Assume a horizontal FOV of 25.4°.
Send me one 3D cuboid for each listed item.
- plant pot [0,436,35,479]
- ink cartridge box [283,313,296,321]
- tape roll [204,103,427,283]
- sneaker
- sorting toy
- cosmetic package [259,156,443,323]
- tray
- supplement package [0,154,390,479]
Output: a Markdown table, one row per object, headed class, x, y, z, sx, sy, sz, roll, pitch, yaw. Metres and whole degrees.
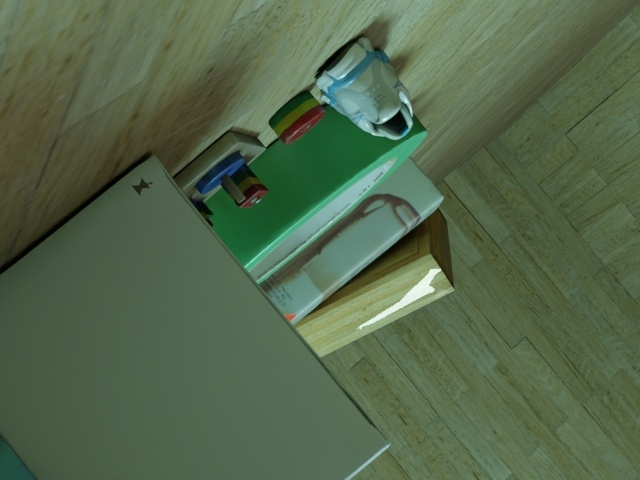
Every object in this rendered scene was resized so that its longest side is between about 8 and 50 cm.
| class | x | y | z | sx | sy | sz | roll | pitch | yaw |
| --- | --- | --- | --- | --- | --- | --- | --- | --- | --- |
| plant pot | -0.226 | 0.247 | 1.470 | 0.255 | 0.271 | 0.271 | -41 | 176 | 16 |
| ink cartridge box | -0.165 | 0.144 | 1.683 | 0.232 | 0.066 | 0.189 | 7 | 151 | -27 |
| tape roll | -0.034 | -0.038 | 1.483 | 0.321 | 0.077 | 0.321 | -40 | 176 | -3 |
| sneaker | 0.047 | -0.121 | 1.249 | 0.071 | 0.083 | 0.191 | -42 | 177 | 9 |
| sorting toy | -0.106 | -0.023 | 1.191 | 0.274 | 0.046 | 0.132 | -39 | 176 | 6 |
| cosmetic package | 0.000 | 0.000 | 1.845 | 0.296 | 0.129 | 0.153 | -39 | 175 | -9 |
| tray | -0.013 | 0.085 | 2.009 | 0.411 | 0.076 | 0.203 | -29 | -157 | 16 |
| supplement package | -0.114 | 0.110 | 1.027 | 0.204 | 0.262 | 0.145 | -39 | 176 | -7 |
